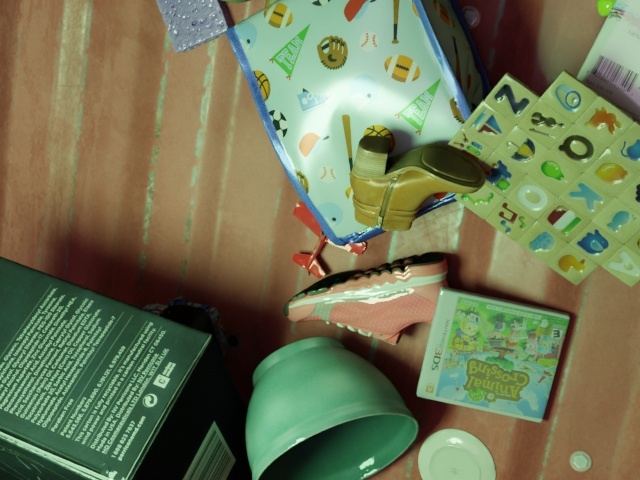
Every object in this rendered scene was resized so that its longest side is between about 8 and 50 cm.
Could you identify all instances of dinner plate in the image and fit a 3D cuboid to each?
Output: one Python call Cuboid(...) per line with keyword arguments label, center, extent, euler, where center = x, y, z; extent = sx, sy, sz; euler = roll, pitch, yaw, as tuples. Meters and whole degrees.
Cuboid(label="dinner plate", center=(0.233, 0.395, 1.973), extent=(0.141, 0.017, 0.141), euler=(7, 106, 25))

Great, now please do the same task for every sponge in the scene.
Cuboid(label="sponge", center=(-0.238, -0.446, 2.002), extent=(0.117, 0.031, 0.210), euler=(-19, 92, 28))

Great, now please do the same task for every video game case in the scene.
Cuboid(label="video game case", center=(0.279, 0.187, 1.859), extent=(0.212, 0.023, 0.193), euler=(12, 108, 2))

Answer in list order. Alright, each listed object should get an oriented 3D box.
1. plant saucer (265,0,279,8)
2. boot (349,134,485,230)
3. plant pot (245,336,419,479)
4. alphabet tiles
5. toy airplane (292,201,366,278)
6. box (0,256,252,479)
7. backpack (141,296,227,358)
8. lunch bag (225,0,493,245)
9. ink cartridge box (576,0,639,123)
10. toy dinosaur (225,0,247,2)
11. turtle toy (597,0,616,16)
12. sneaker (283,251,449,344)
Cuboid(label="plant saucer", center=(-0.055, -0.382, 1.913), extent=(0.083, 0.015, 0.083), euler=(9, 131, 10))
Cuboid(label="boot", center=(0.139, -0.069, 1.671), extent=(0.197, 0.073, 0.152), euler=(18, 135, 15))
Cuboid(label="plant pot", center=(-0.006, 0.288, 1.939), extent=(0.293, 0.293, 0.196), euler=(-42, 56, 28))
Cuboid(label="alphabet tiles", center=(0.352, -0.079, 1.599), extent=(0.342, 0.011, 0.285), euler=(35, 135, -1))
Cuboid(label="toy airplane", center=(0.000, 0.000, 1.989), extent=(0.151, 0.028, 0.151), euler=(6, 103, 27))
Cuboid(label="box", center=(-0.395, 0.317, 1.981), extent=(0.471, 0.297, 0.480), euler=(17, 151, 21))
Cuboid(label="backpack", center=(-0.275, 0.181, 2.098), extent=(0.173, 0.117, 0.158), euler=(9, 135, 26))
Cuboid(label="lunch bag", center=(0.091, -0.217, 1.778), extent=(0.327, 0.239, 0.386), euler=(-25, 85, 26))
Cuboid(label="ink cartridge box", center=(0.498, -0.263, 1.585), extent=(0.198, 0.197, 0.270), euler=(31, 114, 16))
Cuboid(label="toy dinosaur", center=(-0.168, -0.474, 1.923), extent=(0.313, 0.121, 0.160), euler=(24, 110, -15))
Cuboid(label="turtle toy", center=(0.435, -0.388, 1.657), extent=(0.066, 0.095, 0.130), euler=(24, 113, -3))
Cuboid(label="sneaker", center=(0.078, 0.120, 1.929), extent=(0.313, 0.116, 0.136), euler=(-14, 97, 28))
